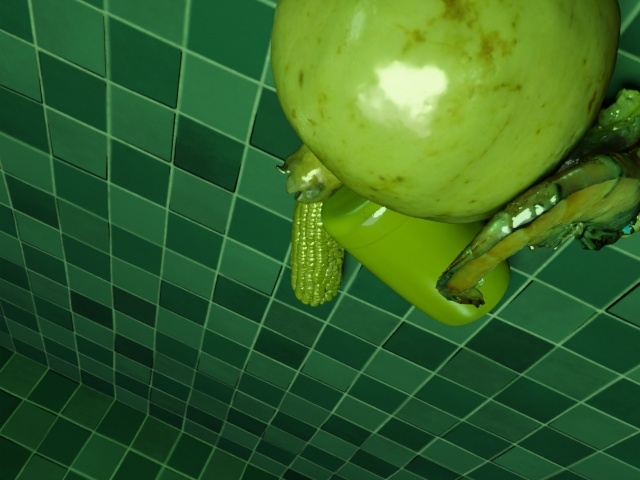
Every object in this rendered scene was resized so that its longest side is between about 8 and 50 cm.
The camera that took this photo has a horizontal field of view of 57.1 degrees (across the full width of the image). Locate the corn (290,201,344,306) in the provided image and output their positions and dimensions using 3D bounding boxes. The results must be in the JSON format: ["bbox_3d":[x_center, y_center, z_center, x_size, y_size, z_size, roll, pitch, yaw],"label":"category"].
[{"bbox_3d":[0.000,0.000,0.975,0.101,0.101,0.292,18,137,9],"label":"corn"}]

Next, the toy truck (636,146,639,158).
[{"bbox_3d":[0.451,-0.092,0.580,0.286,0.111,0.136,-3,135,-20],"label":"toy truck"}]

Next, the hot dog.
[{"bbox_3d":[0.351,-0.094,0.686,0.146,0.103,0.213,-30,132,31],"label":"hot dog"}]

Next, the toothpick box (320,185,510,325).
[{"bbox_3d":[0.146,-0.001,0.835,0.175,0.175,0.271,-23,124,42],"label":"toothpick box"}]

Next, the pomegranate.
[{"bbox_3d":[0.092,-0.163,0.566,0.342,0.342,0.342,15,139,13],"label":"pomegranate"}]

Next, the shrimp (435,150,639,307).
[{"bbox_3d":[0.226,0.002,0.594,0.222,0.290,0.054,-41,64,27],"label":"shrimp"}]
